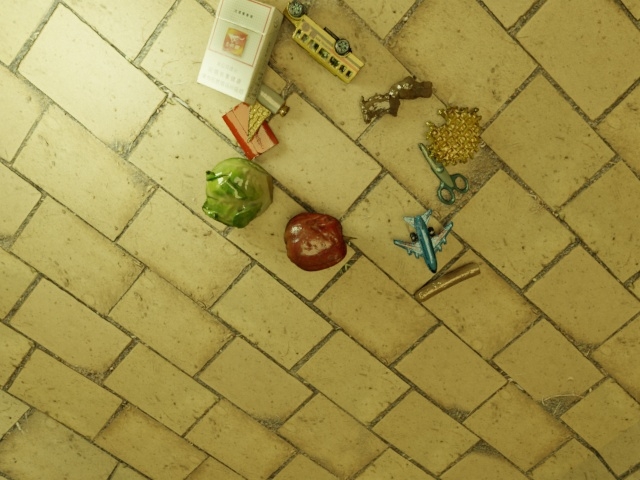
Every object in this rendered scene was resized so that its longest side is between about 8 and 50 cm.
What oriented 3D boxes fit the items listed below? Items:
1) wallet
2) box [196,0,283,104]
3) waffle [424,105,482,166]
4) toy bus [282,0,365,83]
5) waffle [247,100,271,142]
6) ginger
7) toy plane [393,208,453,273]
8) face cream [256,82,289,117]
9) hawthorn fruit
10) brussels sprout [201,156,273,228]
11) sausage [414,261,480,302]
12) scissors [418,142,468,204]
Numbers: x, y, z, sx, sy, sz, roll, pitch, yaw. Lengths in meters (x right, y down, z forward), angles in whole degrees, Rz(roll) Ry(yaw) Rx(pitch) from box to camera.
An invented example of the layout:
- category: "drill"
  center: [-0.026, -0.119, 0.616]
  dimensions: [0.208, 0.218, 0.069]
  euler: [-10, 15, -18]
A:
- category: "wallet"
  center: [-0.274, -0.434, 1.597]
  dimensions: [0.142, 0.045, 0.204]
  euler: [-29, 106, 7]
- category: "box"
  center: [-0.291, -0.687, 1.461]
  dimensions: [0.210, 0.095, 0.330]
  euler: [26, 104, 11]
- category: "waffle"
  center: [0.523, -0.408, 1.590]
  dimensions: [0.229, 0.051, 0.231]
  euler: [-5, 99, -7]
- category: "toy bus"
  center: [0.006, -0.714, 1.472]
  dimensions: [0.336, 0.121, 0.123]
  euler: [35, 111, -11]
- category: "waffle"
  center: [-0.269, -0.459, 1.553]
  dimensions: [0.097, 0.023, 0.152]
  euler: [36, 97, -12]
- category: "ginger"
  center: [0.290, -0.538, 1.544]
  dimensions: [0.290, 0.084, 0.122]
  euler: [-21, 100, 6]
- category: "toy plane"
  center: [0.441, 0.011, 1.709]
  dimensions: [0.254, 0.105, 0.271]
  euler: [-17, 108, 6]
- category: "face cream"
  center: [-0.201, -0.546, 1.558]
  dimensions: [0.182, 0.051, 0.072]
  euler: [36, 98, -10]
- category: "hawthorn fruit"
  center: [-0.024, 0.004, 1.640]
  dimensions: [0.262, 0.258, 0.258]
  euler: [-8, 110, 32]
- category: "brussels sprout"
  center: [-0.328, -0.186, 1.588]
  dimensions: [0.295, 0.227, 0.259]
  euler: [-11, 122, -4]
- category: "sausage"
  center: [0.554, 0.184, 1.789]
  dimensions: [0.301, 0.066, 0.065]
  euler: [-29, 105, 6]
- category: "scissors"
  center: [0.484, -0.279, 1.649]
  dimensions: [0.138, 0.041, 0.289]
  euler: [-40, 104, 6]
